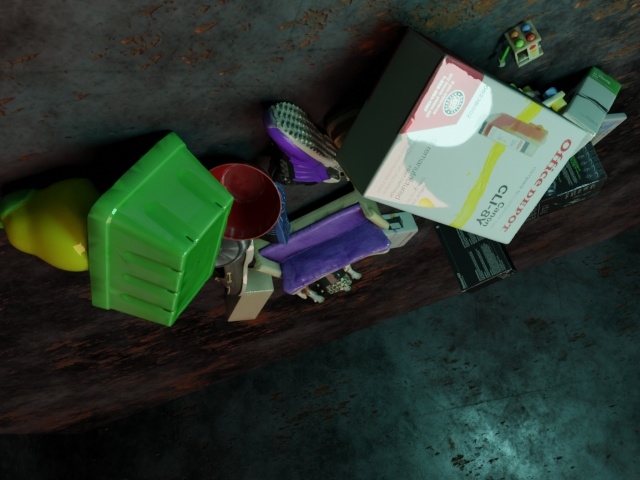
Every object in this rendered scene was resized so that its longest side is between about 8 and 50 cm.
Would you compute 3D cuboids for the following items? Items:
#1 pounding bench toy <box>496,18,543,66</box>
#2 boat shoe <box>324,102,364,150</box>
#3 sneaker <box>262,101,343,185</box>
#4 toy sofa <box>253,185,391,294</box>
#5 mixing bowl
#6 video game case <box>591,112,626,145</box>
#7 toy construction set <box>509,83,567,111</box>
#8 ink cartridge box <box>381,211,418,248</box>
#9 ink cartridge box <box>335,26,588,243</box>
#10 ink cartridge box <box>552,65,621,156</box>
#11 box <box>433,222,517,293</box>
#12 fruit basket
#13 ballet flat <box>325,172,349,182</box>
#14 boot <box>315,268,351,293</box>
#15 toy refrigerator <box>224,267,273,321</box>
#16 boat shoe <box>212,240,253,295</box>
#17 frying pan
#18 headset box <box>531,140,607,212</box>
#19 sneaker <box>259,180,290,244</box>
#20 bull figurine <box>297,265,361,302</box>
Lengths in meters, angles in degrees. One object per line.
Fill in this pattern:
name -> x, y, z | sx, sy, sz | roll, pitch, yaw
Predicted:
pounding bench toy -> 0.384, -0.380, 1.095 | 0.083, 0.052, 0.065 | -27, 158, 19
boat shoe -> 0.127, -0.191, 1.240 | 0.122, 0.120, 0.324 | -32, 156, 29
sneaker -> -0.056, -0.173, 1.149 | 0.146, 0.102, 0.293 | -27, 158, 20
toy sofa -> 0.000, 0.000, 1.522 | 0.362, 0.177, 0.150 | -25, 159, 16
mixing bowl -> -0.170, -0.102, 1.185 | 0.181, 0.098, 0.181 | 0, 124, 0
video game case -> 0.763, -0.304, 1.655 | 0.212, 0.023, 0.193 | -10, 157, -24
toy construction set -> 0.372, -0.255, 1.252 | 0.327, 0.151, 0.215 | -8, 156, -28
ink cartridge box -> 0.201, -0.025, 1.779 | 0.175, 0.072, 0.127 | -9, 156, -26
ink cartridge box -> 0.270, -0.181, 1.071 | 0.384, 0.160, 0.279 | 15, 117, -30
ink cartridge box -> 0.600, -0.288, 1.322 | 0.208, 0.087, 0.153 | -50, 176, -31
box -> 0.534, 0.028, 1.937 | 0.184, 0.261, 0.103 | -28, 157, 23
fruit basket -> -0.393, -0.030, 1.080 | 0.283, 0.392, 0.392 | -57, -175, -38
ballet flat -> 0.047, -0.163, 1.333 | 0.168, 0.052, 0.057 | -10, 157, -24
boot -> -0.038, 0.094, 1.697 | 0.236, 0.085, 0.179 | -20, 115, 23
toy refrigerator -> -0.244, 0.179, 1.869 | 0.102, 0.094, 0.269 | -3, 153, -22
boat shoe -> -0.252, 0.065, 1.552 | 0.096, 0.117, 0.324 | -7, 152, -18
frying pan -> -0.214, -0.028, 1.329 | 0.326, 0.053, 0.197 | -32, 134, 25
headset box -> 0.727, -0.176, 1.735 | 0.283, 0.131, 0.246 | -21, 165, 17
sneaker -> -0.132, -0.065, 1.381 | 0.090, 0.081, 0.232 | 7, 146, 9
bull figurine -> 0.015, 0.086, 1.793 | 0.310, 0.188, 0.101 | -23, -158, 30
